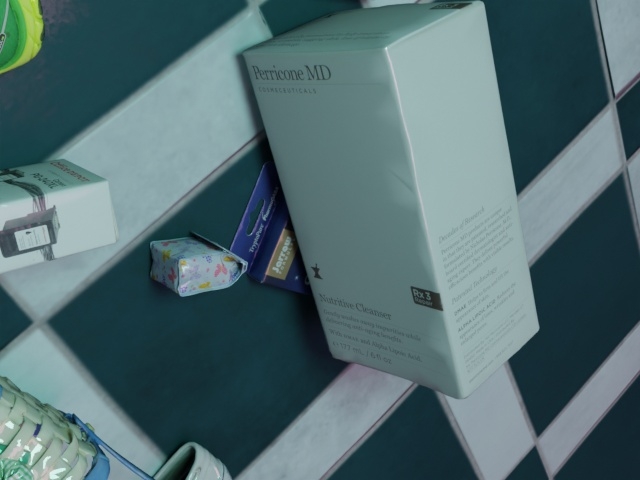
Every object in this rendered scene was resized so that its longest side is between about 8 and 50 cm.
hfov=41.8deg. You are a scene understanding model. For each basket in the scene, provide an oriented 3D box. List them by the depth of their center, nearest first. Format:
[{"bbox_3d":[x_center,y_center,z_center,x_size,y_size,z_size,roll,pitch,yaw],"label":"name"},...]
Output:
[{"bbox_3d":[-0.298,0.267,0.768,0.255,0.201,0.289,-47,122,-16],"label":"basket"}]

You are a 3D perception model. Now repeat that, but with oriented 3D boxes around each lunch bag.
[{"bbox_3d":[-0.130,0.022,0.892,0.083,0.071,0.053,-7,109,-36],"label":"lunch bag"}]

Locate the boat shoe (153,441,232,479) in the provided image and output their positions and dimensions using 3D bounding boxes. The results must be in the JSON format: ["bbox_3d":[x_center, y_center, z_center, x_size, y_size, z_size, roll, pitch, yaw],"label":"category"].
[{"bbox_3d":[-0.213,0.343,0.959,0.258,0.095,0.084,-51,129,-24],"label":"boat shoe"}]

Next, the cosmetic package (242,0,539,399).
[{"bbox_3d":[0.083,-0.047,0.899,0.156,0.217,0.385,-35,118,-34],"label":"cosmetic package"}]

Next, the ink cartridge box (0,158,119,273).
[{"bbox_3d":[-0.269,-0.021,0.730,0.150,0.109,0.063,-17,115,-34],"label":"ink cartridge box"}]

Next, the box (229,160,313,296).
[{"bbox_3d":[0.000,0.000,1.016,0.225,0.036,0.136,18,96,-42],"label":"box"}]

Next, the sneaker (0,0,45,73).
[{"bbox_3d":[-0.307,-0.243,0.602,0.123,0.109,0.296,-39,130,-25],"label":"sneaker"}]
